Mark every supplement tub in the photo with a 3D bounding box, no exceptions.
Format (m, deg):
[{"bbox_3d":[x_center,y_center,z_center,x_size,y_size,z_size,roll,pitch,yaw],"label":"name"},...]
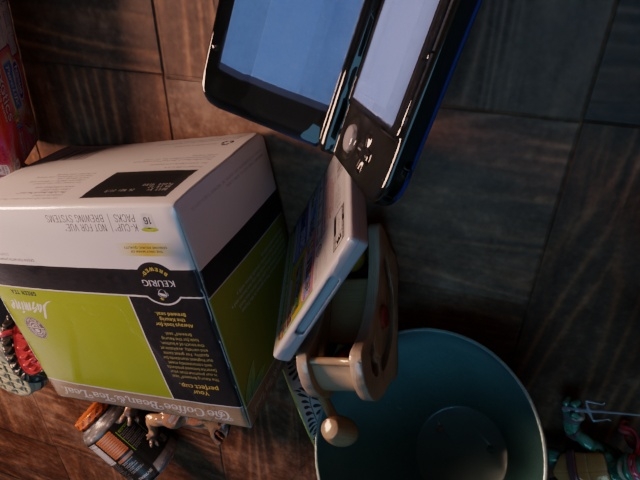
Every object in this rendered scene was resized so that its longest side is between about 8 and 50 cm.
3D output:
[{"bbox_3d":[-0.405,0.410,1.057,0.117,0.117,0.190,-35,103,34],"label":"supplement tub"}]

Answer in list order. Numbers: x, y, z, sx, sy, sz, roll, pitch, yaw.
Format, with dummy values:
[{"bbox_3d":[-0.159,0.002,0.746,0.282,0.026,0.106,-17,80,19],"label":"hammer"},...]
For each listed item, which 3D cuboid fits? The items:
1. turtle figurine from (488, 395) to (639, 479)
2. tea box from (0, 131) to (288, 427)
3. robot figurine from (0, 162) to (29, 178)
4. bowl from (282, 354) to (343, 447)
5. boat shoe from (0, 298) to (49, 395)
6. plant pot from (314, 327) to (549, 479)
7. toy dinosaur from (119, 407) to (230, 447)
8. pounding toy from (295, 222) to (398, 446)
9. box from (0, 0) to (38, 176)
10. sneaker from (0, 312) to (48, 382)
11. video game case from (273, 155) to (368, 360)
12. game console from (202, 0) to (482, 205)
[{"bbox_3d":[0.350,0.317,0.692,0.118,0.175,0.234,24,143,-29],"label":"turtle figurine"},{"bbox_3d":[-0.229,0.047,0.695,0.329,0.220,0.323,2,120,20],"label":"tea box"},{"bbox_3d":[-0.539,-0.030,0.738,0.173,0.278,0.209,9,109,56],"label":"robot figurine"},{"bbox_3d":[-0.001,0.229,0.785,0.080,0.170,0.170,-24,114,-6],"label":"bowl"},{"bbox_3d":[-0.641,0.057,0.900,0.187,0.156,0.500,-20,115,36],"label":"boat shoe"},{"bbox_3d":[0.166,0.285,0.688,0.290,0.290,0.195,-13,151,27],"label":"plant pot"},{"bbox_3d":[-0.261,0.254,0.908,0.296,0.127,0.200,34,120,13],"label":"toy dinosaur"},{"bbox_3d":[0.007,0.116,0.629,0.155,0.269,0.154,-4,163,23],"label":"pounding toy"},{"bbox_3d":[-0.469,-0.220,0.654,0.123,0.128,0.256,-1,125,-11],"label":"box"},{"bbox_3d":[-0.448,0.125,0.844,0.104,0.262,0.125,-6,140,-15],"label":"sneaker"},{"bbox_3d":[0.000,0.000,0.584,0.023,0.212,0.193,20,128,-14],"label":"video game case"},{"bbox_3d":[0.007,-0.216,0.439,0.173,0.250,0.293,11,113,-17],"label":"game console"}]
